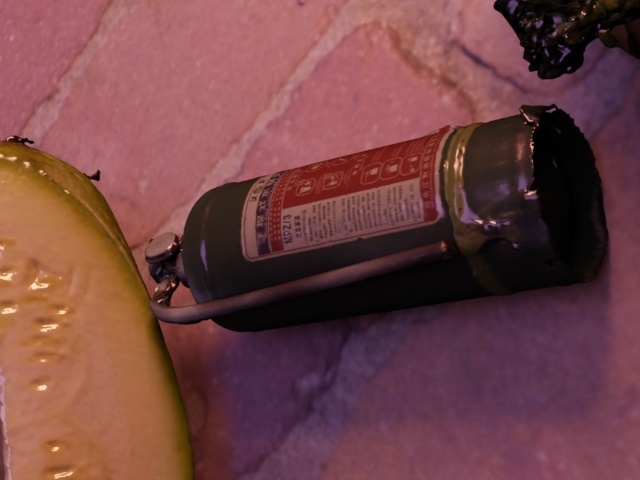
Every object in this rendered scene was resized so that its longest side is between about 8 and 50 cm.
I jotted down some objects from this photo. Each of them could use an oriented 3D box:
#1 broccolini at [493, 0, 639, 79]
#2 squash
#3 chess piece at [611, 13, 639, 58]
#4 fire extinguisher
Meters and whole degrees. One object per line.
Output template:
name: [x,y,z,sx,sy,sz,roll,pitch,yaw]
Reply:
broccolini: [0.159,-0.062,0.363,0.123,0.062,0.271,-48,65,11]
squash: [-0.135,0.100,0.637,0.288,0.111,0.203,-119,32,-45]
chess piece: [0.227,-0.248,0.492,0.330,0.182,0.182,-37,60,14]
fire extinguisher: [0.000,0.000,0.611,0.294,0.093,0.118,-11,36,32]
